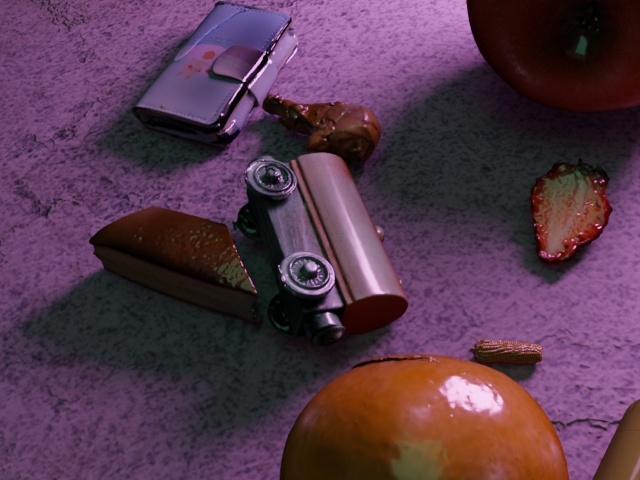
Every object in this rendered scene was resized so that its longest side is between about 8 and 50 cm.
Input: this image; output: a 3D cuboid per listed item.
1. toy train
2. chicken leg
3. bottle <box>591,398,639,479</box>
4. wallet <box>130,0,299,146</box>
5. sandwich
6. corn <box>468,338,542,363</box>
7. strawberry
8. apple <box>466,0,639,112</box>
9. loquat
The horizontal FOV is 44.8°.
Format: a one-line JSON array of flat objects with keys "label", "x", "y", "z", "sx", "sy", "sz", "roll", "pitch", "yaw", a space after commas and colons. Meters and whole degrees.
[{"label": "toy train", "x": 0.000, "y": 0.000, "z": 0.972, "sx": 0.177, "sy": 0.116, "sz": 0.286, "roll": -6, "pitch": 51, "yaw": -21}, {"label": "chicken leg", "x": -0.008, "y": -0.162, "z": 1.108, "sx": 0.207, "sy": 0.085, "sz": 0.101, "roll": 24, "pitch": 74, "yaw": 34}, {"label": "bottle", "x": 0.295, "y": 0.277, "z": 0.725, "sx": 0.112, "sy": 0.112, "sz": 0.260, "roll": 26, "pitch": 63, "yaw": 25}, {"label": "wallet", "x": -0.157, "y": -0.262, "z": 1.202, "sx": 0.176, "sy": 0.075, "sz": 0.251, "roll": 18, "pitch": 61, "yaw": 25}, {"label": "sandwich", "x": -0.173, "y": 0.021, "z": 0.996, "sx": 0.257, "sy": 0.094, "sz": 0.096, "roll": 16, "pitch": 65, "yaw": 18}, {"label": "corn", "x": 0.213, "y": 0.129, "z": 0.894, "sx": 0.083, "sy": 0.027, "sz": 0.028, "roll": 3, "pitch": 72, "yaw": 9}, {"label": "strawberry", "x": 0.310, "y": -0.036, "z": 0.983, "sx": 0.103, "sy": 0.048, "sz": 0.152, "roll": 23, "pitch": 76, "yaw": 16}, {"label": "apple", "x": 0.365, "y": -0.332, "z": 1.002, "sx": 0.348, "sy": 0.349, "sz": 0.277, "roll": 16, "pitch": 42, "yaw": 20}, {"label": "loquat", "x": 0.092, "y": 0.223, "z": 0.710, "sx": 0.262, "sy": 0.263, "sz": 0.263, "roll": -5, "pitch": 55, "yaw": 7}]
